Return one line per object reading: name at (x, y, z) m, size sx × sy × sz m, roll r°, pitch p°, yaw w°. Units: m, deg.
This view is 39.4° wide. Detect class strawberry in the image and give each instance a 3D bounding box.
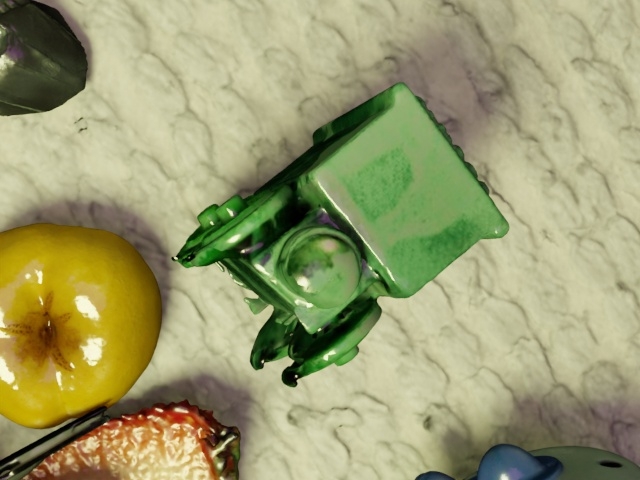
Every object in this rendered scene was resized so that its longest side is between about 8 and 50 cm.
strawberry at (-0.163, 0.211, 0.780) m, size 0.208 × 0.087 × 0.167 m, roll 9°, pitch 92°, yaw 9°

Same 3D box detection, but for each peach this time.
peach at (-0.221, 0.070, 0.748) m, size 0.179 × 0.103 × 0.179 m, roll -1°, pitch 96°, yaw -6°

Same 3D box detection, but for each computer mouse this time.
computer mouse at (-0.287, -0.171, 0.743) m, size 0.192 × 0.062 × 0.105 m, roll 26°, pitch 89°, yaw -11°

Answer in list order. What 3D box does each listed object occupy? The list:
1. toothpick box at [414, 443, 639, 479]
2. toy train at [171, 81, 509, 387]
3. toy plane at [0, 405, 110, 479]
toothpick box at (0.205, 0.341, 0.769) m, size 0.263 × 0.263 × 0.354 m, roll -23°, pitch 95°, yaw -7°
toy train at (0.000, 0.000, 0.700) m, size 0.202 × 0.266 × 0.145 m, roll -39°, pitch 99°, yaw -13°
toy plane at (-0.306, 0.277, 0.668) m, size 0.382 × 0.106 × 0.155 m, roll -27°, pitch 93°, yaw -10°
